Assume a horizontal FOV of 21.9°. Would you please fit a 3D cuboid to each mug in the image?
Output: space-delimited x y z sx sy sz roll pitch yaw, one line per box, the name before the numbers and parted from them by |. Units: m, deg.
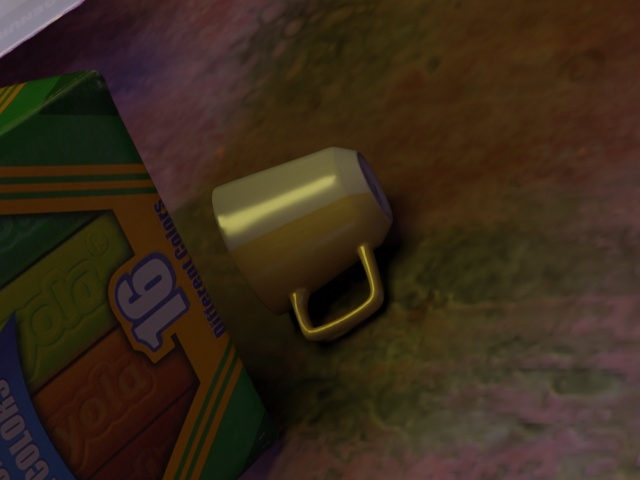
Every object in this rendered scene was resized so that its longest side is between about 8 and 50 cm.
mug | -0.001 -0.002 0.717 0.064 0.078 0.062 -27 6 10

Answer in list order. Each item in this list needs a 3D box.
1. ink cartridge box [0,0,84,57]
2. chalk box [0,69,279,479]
ink cartridge box | -0.296 -0.112 1.057 0.308 0.091 0.385 -35 37 -2
chalk box | -0.191 0.086 0.620 0.179 0.180 0.289 -6 27 42
